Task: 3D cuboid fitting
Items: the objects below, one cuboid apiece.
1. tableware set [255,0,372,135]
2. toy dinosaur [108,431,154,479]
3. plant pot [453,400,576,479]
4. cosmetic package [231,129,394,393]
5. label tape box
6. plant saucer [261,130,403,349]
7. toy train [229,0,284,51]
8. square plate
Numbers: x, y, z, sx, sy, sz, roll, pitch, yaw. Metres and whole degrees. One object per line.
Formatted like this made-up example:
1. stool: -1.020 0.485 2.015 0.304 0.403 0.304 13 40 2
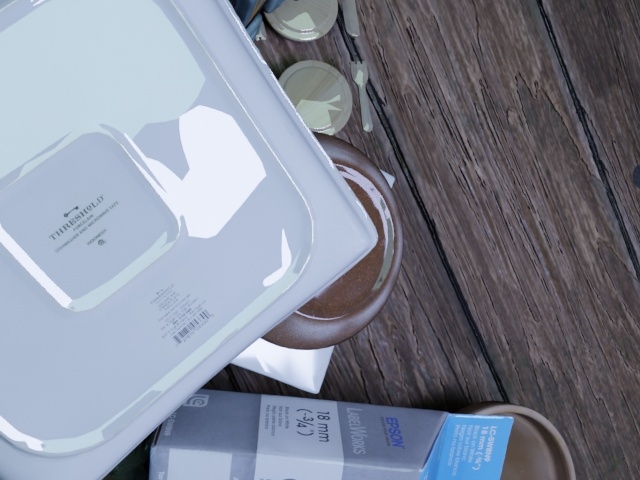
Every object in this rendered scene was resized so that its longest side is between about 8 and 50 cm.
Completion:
1. tableware set: -0.018 -0.204 0.741 0.128 0.039 0.194 -6 87 -15
2. toy dinosaur: -0.195 0.139 0.614 0.268 0.064 0.118 63 34 -29
3. plant pot: 0.178 0.303 0.795 0.237 0.110 0.237 1 88 -27
4. cosmetic package: -0.083 -0.004 0.648 0.224 0.138 0.224 26 79 -25
5. label tape box: 0.012 0.277 0.618 0.334 0.106 0.240 6 105 -5
6. plant saucer: 0.000 0.000 0.594 0.199 0.036 0.198 0 90 -28
7. toy train: -0.057 -0.295 0.619 0.142 0.190 0.334 37 77 -8
8. square plate: -0.157 -0.017 0.455 0.347 0.049 0.344 -40 115 -11
